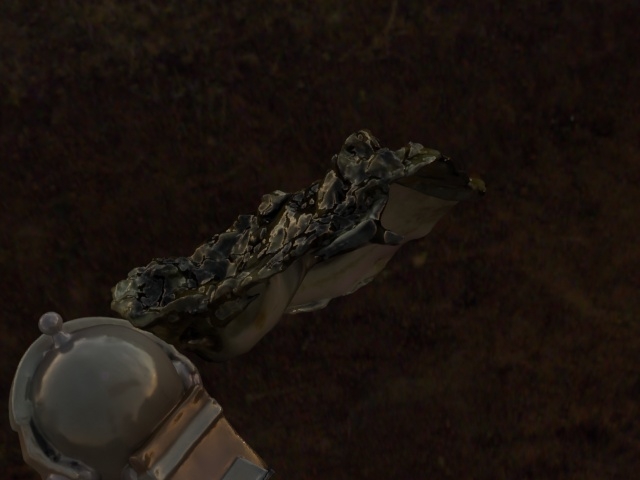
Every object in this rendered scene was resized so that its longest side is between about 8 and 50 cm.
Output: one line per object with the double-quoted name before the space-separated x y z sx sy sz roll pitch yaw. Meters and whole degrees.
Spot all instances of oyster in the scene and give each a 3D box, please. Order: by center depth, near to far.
"oyster" 0.000 0.000 0.748 0.214 0.223 0.083 -32 78 23

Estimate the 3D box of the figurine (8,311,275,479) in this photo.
"figurine" -0.157 0.158 0.956 0.237 0.141 0.162 43 51 -6
